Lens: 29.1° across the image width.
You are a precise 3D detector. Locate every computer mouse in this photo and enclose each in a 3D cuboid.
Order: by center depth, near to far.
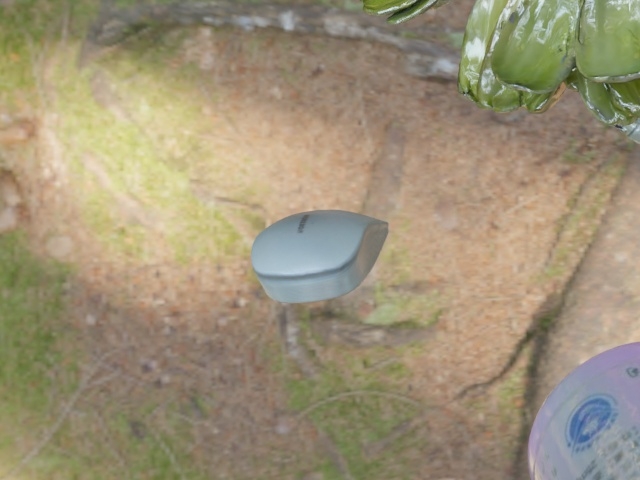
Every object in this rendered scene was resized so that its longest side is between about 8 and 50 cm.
[{"bbox_3d":[0.000,0.000,1.339,0.127,0.231,0.079,-4,107,11],"label":"computer mouse"}]

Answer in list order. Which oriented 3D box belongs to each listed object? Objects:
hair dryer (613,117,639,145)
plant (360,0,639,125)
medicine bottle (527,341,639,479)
[{"bbox_3d":[0.436,-0.088,1.325,0.225,0.219,0.088,53,142,10],"label":"hair dryer"},{"bbox_3d":[0.188,-0.233,0.758,0.297,0.261,0.306,-61,42,34],"label":"plant"},{"bbox_3d":[0.214,0.174,0.672,0.254,0.152,0.152,-105,37,-66],"label":"medicine bottle"}]
